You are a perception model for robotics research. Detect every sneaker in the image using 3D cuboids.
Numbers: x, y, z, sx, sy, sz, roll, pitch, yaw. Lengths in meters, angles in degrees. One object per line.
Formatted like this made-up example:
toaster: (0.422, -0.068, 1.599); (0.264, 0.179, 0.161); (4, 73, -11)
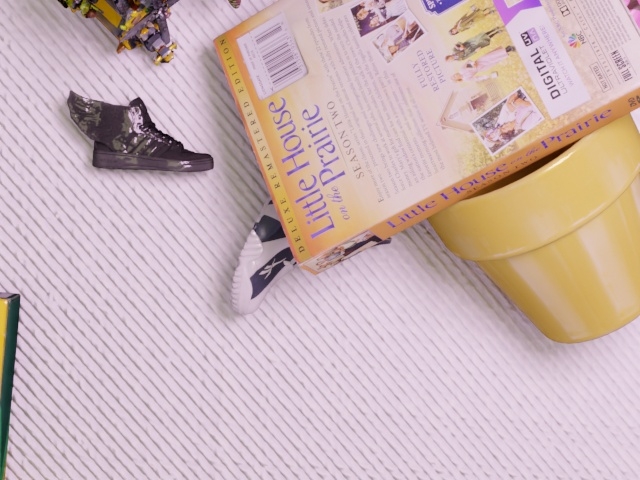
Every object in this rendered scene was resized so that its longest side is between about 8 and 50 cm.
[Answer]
sneaker: (0.000, 0.000, 1.333); (0.153, 0.094, 0.235); (25, 76, 1)
sneaker: (-0.209, -0.126, 1.326); (0.170, 0.051, 0.089); (2, 94, -5)

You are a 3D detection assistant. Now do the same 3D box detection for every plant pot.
plant pot: (0.273, -0.021, 1.310); (0.254, 0.254, 0.239); (-35, 109, -7)

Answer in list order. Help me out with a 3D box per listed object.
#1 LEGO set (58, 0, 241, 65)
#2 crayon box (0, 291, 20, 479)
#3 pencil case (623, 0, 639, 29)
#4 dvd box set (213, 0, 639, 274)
LEGO set: (-0.108, -0.308, 1.242); (0.331, 0.255, 0.192); (-42, 79, -13)
crayon box: (-0.532, 0.202, 1.251); (0.363, 0.106, 0.313); (5, 90, -8)
pencil case: (0.353, -0.291, 1.391); (0.098, 0.095, 0.209); (-34, 92, 9)
dvd box set: (0.113, -0.189, 1.222); (0.420, 0.062, 0.308); (-28, 66, 15)
